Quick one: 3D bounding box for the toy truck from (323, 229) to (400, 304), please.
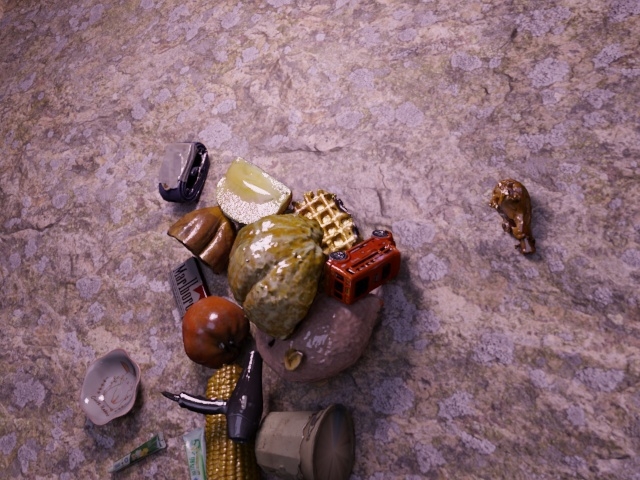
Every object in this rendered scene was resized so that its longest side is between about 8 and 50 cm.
[{"bbox_3d":[0.123,0.067,1.149,0.252,0.108,0.114,-25,40,-38],"label":"toy truck"}]

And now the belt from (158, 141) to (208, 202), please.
[{"bbox_3d":[-0.472,-0.241,1.547,0.126,0.139,0.231,6,71,24],"label":"belt"}]

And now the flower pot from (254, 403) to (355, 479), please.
[{"bbox_3d":[-0.047,0.509,1.082,0.202,0.212,0.213,-8,68,26],"label":"flower pot"}]

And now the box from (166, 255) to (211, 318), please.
[{"bbox_3d":[-0.430,0.154,1.444,0.115,0.036,0.178,-32,63,7],"label":"box"}]

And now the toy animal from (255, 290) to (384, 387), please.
[{"bbox_3d":[0.007,0.251,1.147,0.358,0.188,0.227,-29,40,8],"label":"toy animal"}]

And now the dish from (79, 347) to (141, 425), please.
[{"bbox_3d":[-0.641,0.462,1.388,0.229,0.081,0.230,-8,65,17],"label":"dish"}]

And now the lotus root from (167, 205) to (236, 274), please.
[{"bbox_3d":[-0.349,-0.016,1.400,0.199,0.188,0.180,34,74,30],"label":"lotus root"}]

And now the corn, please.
[{"bbox_3d":[-0.240,0.533,1.176,0.143,0.144,0.387,-20,61,13],"label":"corn"}]

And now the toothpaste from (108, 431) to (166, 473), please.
[{"bbox_3d":[-0.549,0.641,1.312,0.204,0.031,0.049,-32,64,5],"label":"toothpaste"}]

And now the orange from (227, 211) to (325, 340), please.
[{"bbox_3d":[-0.123,0.055,1.138,0.271,0.210,0.369,-39,27,20],"label":"orange"}]

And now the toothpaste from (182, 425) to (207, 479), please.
[{"bbox_3d":[-0.325,0.674,1.209,0.074,0.048,0.297,-28,60,12],"label":"toothpaste"}]

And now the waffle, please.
[{"bbox_3d":[-0.001,-0.001,1.325,0.311,0.060,0.307,25,83,27],"label":"waffle"}]

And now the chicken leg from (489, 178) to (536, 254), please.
[{"bbox_3d":[0.504,-0.064,1.140,0.085,0.101,0.208,-25,70,45],"label":"chicken leg"}]

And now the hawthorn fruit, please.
[{"bbox_3d":[-0.326,0.254,1.297,0.251,0.199,0.199,27,81,45],"label":"hawthorn fruit"}]

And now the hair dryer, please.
[{"bbox_3d":[-0.277,0.384,1.131,0.271,0.091,0.236,7,49,-2],"label":"hair dryer"}]

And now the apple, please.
[{"bbox_3d":[-0.223,-0.129,1.409,0.265,0.120,0.193,34,72,25],"label":"apple"}]
